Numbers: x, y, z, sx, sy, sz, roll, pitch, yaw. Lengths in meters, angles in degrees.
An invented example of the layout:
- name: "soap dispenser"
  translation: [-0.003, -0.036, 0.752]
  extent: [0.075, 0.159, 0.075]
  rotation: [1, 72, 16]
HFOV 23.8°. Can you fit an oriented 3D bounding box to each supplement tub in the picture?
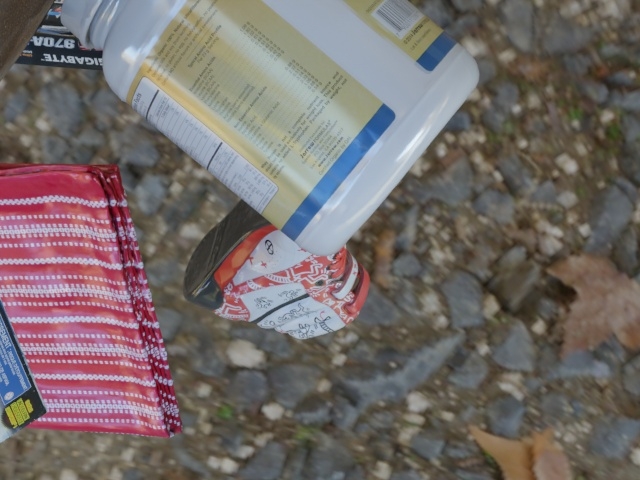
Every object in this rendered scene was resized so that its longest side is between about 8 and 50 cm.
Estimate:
- name: "supplement tub"
  translation: [-0.028, -0.103, 0.840]
  extent: [0.200, 0.144, 0.144]
  rotation: [40, 91, 0]

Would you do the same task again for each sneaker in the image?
- name: "sneaker"
  translation: [0.000, -0.001, 1.380]
  extent: [0.270, 0.145, 0.090]
  rotation: [-42, 35, 43]

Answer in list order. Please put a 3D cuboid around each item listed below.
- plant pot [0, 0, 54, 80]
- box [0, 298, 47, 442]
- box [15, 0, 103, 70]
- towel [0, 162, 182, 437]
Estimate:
- name: "plant pot"
  translation: [-0.243, -0.121, 0.763]
  extent: [0.215, 0.215, 0.230]
  rotation: [-15, 39, 16]
- name: "box"
  translation: [-0.168, 0.010, 0.627]
  extent: [0.027, 0.094, 0.137]
  rotation: [-33, 52, -20]
- name: "box"
  translation: [-0.245, -0.256, 1.420]
  extent: [0.175, 0.051, 0.220]
  rotation: [6, 51, 11]
- name: "towel"
  translation: [-0.232, 0.053, 1.266]
  extent: [0.199, 0.275, 0.031]
  rotation: [1, 33, 19]
